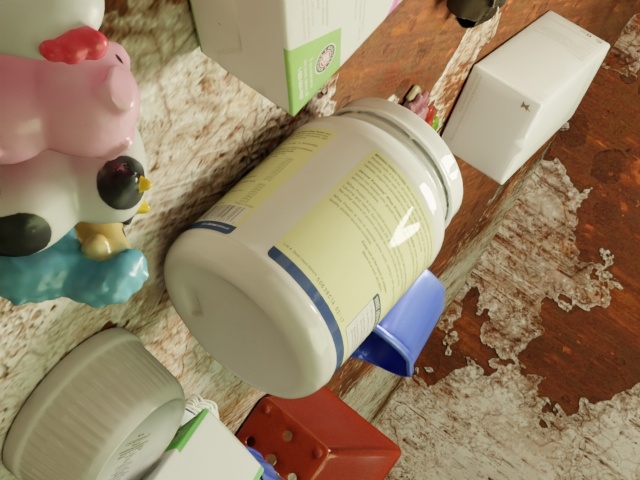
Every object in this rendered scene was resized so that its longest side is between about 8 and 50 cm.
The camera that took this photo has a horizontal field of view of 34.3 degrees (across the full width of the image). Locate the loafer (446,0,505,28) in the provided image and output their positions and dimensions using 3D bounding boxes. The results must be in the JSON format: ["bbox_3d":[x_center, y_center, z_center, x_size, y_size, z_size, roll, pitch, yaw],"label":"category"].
[{"bbox_3d":[0.218,-0.344,1.453,0.078,0.080,0.220,-56,165,3],"label":"loafer"}]

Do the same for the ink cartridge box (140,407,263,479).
[{"bbox_3d":[-0.234,0.376,1.325,0.289,0.121,0.211,-40,-174,24],"label":"ink cartridge box"}]

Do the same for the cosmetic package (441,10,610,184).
[{"bbox_3d":[0.400,-0.284,2.007,0.365,0.155,0.197,-37,157,-47],"label":"cosmetic package"}]

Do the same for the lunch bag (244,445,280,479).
[{"bbox_3d":[-0.163,0.509,1.502,0.385,0.239,0.328,-59,-164,-3],"label":"lunch bag"}]

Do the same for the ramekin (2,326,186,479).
[{"bbox_3d":[-0.247,0.212,1.184,0.207,0.109,0.207,-50,165,-19],"label":"ramekin"}]

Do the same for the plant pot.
[{"bbox_3d":[-0.048,0.438,2.061,0.267,0.267,0.236,-55,152,3],"label":"plant pot"}]

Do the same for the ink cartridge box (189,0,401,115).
[{"bbox_3d":[0.040,-0.307,0.905,0.353,0.119,0.207,-49,164,-18],"label":"ink cartridge box"}]

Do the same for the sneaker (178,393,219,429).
[{"bbox_3d":[-0.197,0.266,1.527,0.091,0.094,0.258,-59,177,-22],"label":"sneaker"}]

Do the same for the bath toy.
[{"bbox_3d":[-0.182,-0.079,0.711,0.151,0.129,0.348,-46,162,-30],"label":"bath toy"}]

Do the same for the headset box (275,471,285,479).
[{"bbox_3d":[-0.152,0.465,1.821,0.110,0.218,0.293,-46,164,-32],"label":"headset box"}]

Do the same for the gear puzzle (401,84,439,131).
[{"bbox_3d":[0.150,-0.142,1.759,0.175,0.044,0.339,-55,165,1],"label":"gear puzzle"}]

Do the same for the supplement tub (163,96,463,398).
[{"bbox_3d":[0.000,0.000,1.232,0.325,0.235,0.235,-45,163,-31],"label":"supplement tub"}]

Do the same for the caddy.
[{"bbox_3d":[0.062,0.115,1.680,0.179,0.241,0.341,-58,166,-12],"label":"caddy"}]
